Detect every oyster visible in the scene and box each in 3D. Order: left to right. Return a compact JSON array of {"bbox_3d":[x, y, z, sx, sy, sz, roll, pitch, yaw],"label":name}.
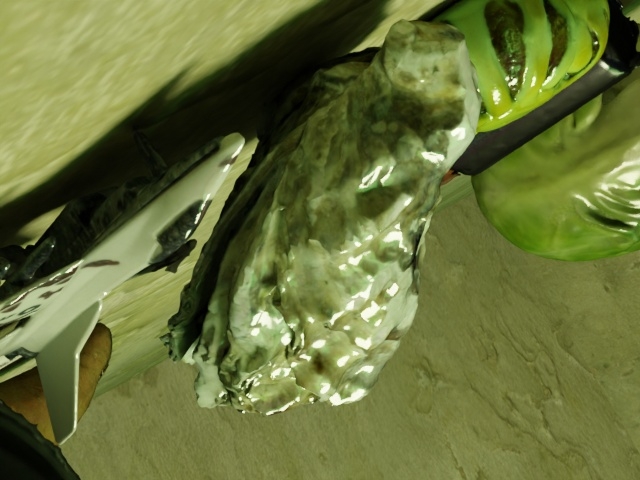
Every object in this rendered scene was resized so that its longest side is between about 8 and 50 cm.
[{"bbox_3d":[0.000,0.000,0.663,0.267,0.112,0.198,129,-16,-82],"label":"oyster"}]

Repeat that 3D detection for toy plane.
[{"bbox_3d":[-0.106,0.005,0.619,0.160,0.082,0.234,-21,155,-45],"label":"toy plane"}]

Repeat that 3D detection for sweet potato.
[{"bbox_3d":[-0.289,0.164,1.181,0.124,0.098,0.310,-39,176,23],"label":"sweet potato"}]

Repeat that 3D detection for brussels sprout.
[{"bbox_3d":[0.243,-0.086,1.149,0.244,0.244,0.244,-30,176,-2],"label":"brussels sprout"}]

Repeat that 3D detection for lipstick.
[{"bbox_3d":[0.067,-0.063,0.997,0.077,0.077,0.418,-27,176,-43],"label":"lipstick"}]

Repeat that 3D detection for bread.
[{"bbox_3d":[0.102,-0.104,0.758,0.130,0.071,0.139,-27,178,30],"label":"bread"}]

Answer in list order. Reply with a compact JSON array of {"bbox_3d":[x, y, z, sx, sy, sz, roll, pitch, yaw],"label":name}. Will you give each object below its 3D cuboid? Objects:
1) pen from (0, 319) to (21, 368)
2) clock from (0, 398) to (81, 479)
[{"bbox_3d":[-0.294,0.115,0.972,0.239,0.028,0.028,-31,176,6],"label":"pen"},{"bbox_3d":[-0.234,0.190,0.633,0.281,0.280,0.055,-28,143,-27],"label":"clock"}]
